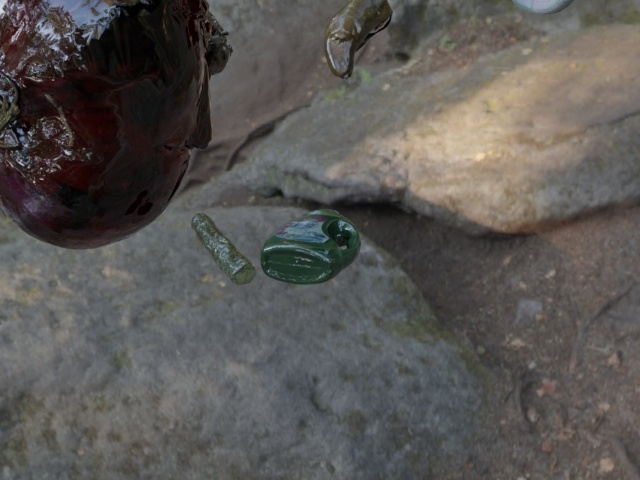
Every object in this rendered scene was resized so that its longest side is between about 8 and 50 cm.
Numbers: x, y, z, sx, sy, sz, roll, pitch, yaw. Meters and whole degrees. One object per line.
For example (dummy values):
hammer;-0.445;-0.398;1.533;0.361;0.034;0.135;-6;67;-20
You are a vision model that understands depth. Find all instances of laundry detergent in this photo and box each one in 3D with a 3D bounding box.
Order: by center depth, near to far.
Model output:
laundry detergent;0.000;0.000;1.208;0.137;0.063;0.211;4;21;19

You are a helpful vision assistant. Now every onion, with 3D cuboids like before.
onion;-0.198;-0.129;0.679;0.221;0.281;0.281;-4;38;35

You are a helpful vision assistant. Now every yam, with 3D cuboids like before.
yam;-0.220;0.013;1.731;0.061;0.061;0.274;-25;37;-18

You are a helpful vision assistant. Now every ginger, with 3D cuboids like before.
ginger;0.090;-0.514;1.903;0.107;0.133;0.309;24;46;14

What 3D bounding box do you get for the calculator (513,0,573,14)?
calculator;0.345;-0.449;1.229;0.042;0.184;0.295;0;26;-9
